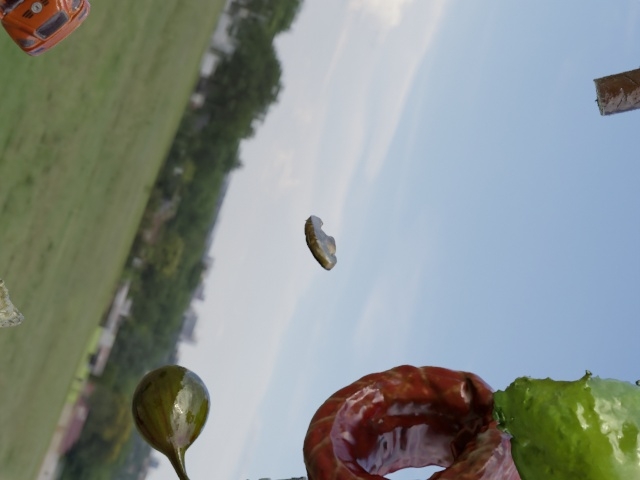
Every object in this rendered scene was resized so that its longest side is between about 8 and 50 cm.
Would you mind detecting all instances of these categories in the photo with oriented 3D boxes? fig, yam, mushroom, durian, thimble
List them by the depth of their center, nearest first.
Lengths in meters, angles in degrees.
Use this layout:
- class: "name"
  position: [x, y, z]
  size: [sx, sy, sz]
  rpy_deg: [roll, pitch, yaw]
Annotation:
- class: "durian"
  position: [0.383, 0.314, 1.601]
  size: [0.204, 0.339, 0.256]
  rpy_deg: [-33, 162, 24]
- class: "mushroom"
  position: [0.000, 0.000, 1.653]
  size: [0.019, 0.049, 0.101]
  rpy_deg: [-43, -139, 24]
- class: "fig"
  position: [-0.206, 0.298, 1.806]
  size: [0.124, 0.124, 0.236]
  rpy_deg: [120, -44, -55]
- class: "thimble"
  position: [0.149, 0.377, 1.987]
  size: [0.350, 0.350, 0.230]
  rpy_deg: [-79, 162, -51]
- class: "yam"
  position: [0.567, -0.272, 2.212]
  size: [0.079, 0.141, 0.079]
  rpy_deg: [-14, 90, -87]

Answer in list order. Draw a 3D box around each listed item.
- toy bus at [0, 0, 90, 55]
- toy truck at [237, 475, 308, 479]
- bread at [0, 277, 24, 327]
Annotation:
- class: "toy bus"
  position: [-0.528, -0.467, 2.019]
  size: [0.143, 0.329, 0.153]
  rpy_deg: [-38, 166, 1]
- class: "toy truck"
  position: [-0.036, 0.600, 2.133]
  size: [0.173, 0.207, 0.387]
  rpy_deg: [104, -26, -50]
- class: "bread"
  position: [-0.420, 0.047, 1.420]
  size: [0.054, 0.154, 0.136]
  rpy_deg: [96, -12, -47]
